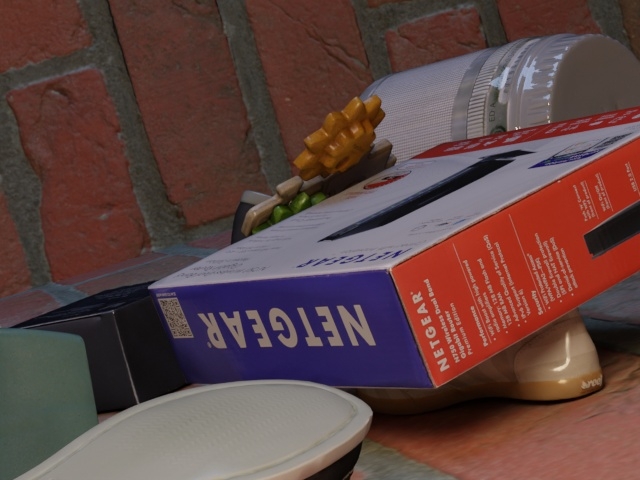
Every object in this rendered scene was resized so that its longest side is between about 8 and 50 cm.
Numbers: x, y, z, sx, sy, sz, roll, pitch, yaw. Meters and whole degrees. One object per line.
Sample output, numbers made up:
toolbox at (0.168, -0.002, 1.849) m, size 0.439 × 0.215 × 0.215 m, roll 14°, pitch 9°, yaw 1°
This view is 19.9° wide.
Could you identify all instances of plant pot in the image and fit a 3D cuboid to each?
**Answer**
plant pot at (-0.278, 0.136, 1.247) m, size 0.234 × 0.165 × 0.165 m, roll -12°, pitch 2°, yaw -35°

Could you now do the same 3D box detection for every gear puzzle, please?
gear puzzle at (0.000, 0.000, 1.509) m, size 0.175 × 0.044 × 0.339 m, roll -28°, pitch -26°, yaw -34°

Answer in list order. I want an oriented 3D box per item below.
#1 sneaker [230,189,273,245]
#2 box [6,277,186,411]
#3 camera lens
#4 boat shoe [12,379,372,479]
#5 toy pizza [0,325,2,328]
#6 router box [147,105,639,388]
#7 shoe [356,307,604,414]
sneaker at (-0.001, 0.029, 2.037) m, size 0.222 × 0.118 × 0.083 m, roll 16°, pitch -3°, yaw 21°
box at (-0.186, 0.097, 1.698) m, size 0.156 × 0.093 × 0.158 m, roll -11°, pitch 6°, yaw 38°
camera lens at (0.172, -0.077, 1.770) m, size 0.274 × 0.219 × 0.219 m, roll -11°, pitch 7°, yaw 43°
boat shoe at (-0.094, 0.151, 0.903) m, size 0.302 × 0.091 × 0.114 m, roll -17°, pitch 25°, yaw -37°
toy pizza at (-0.319, 0.123, 1.351) m, size 0.201 × 0.201 × 0.032 m, roll -18°, pitch 28°, yaw -22°
router box at (0.086, 0.003, 1.272) m, size 0.301 × 0.082 × 0.335 m, roll -27°, pitch 10°, yaw -30°
shoe at (0.103, 0.079, 1.239) m, size 0.076 × 0.058 × 0.219 m, roll -21°, pitch 8°, yaw -41°
